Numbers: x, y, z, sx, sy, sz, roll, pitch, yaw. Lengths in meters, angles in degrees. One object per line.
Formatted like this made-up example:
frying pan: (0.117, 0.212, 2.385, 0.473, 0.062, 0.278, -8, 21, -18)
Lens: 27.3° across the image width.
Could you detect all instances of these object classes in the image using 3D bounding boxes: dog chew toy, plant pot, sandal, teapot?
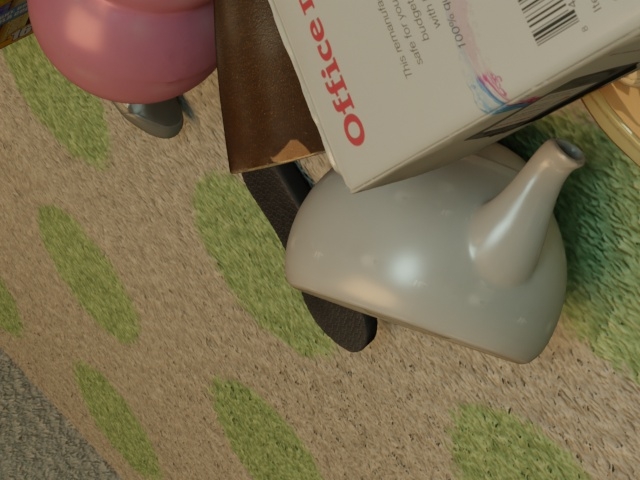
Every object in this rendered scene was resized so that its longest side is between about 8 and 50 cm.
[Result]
dog chew toy: (-0.157, -0.279, 1.215, 0.206, 0.206, 0.332, 47, 144, 16)
plant pot: (-0.002, -0.193, 1.071, 0.215, 0.215, 0.231, -6, 102, 60)
sandal: (0.000, -0.001, 1.436, 0.255, 0.054, 0.097, 63, 147, 6)
teapot: (0.099, -0.016, 1.107, 0.256, 0.187, 0.252, 16, 176, 22)

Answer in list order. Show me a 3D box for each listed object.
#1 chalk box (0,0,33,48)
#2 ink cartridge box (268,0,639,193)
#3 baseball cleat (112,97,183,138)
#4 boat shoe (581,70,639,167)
chalk box: (-0.363, -0.350, 1.482, 0.180, 0.179, 0.289, 57, 152, -1)
ink cartridge box: (0.104, -0.187, 0.757, 0.306, 0.131, 0.226, -26, 82, 53)
baseball cleat: (-0.221, -0.214, 1.521, 0.206, 0.072, 0.109, 51, 147, -1)
boat shoe: (0.212, -0.151, 0.828, 0.341, 0.121, 0.110, 50, 154, 13)
